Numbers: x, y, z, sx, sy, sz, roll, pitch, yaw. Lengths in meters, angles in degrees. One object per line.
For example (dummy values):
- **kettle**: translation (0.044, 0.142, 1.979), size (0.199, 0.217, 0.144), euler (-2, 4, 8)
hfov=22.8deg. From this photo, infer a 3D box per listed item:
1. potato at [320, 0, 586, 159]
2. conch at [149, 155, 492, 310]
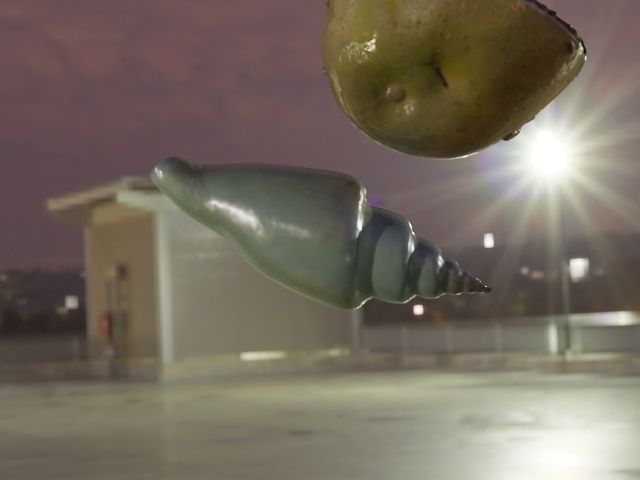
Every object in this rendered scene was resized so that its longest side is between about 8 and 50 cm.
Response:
- **potato**: translation (0.084, -0.119, 1.197), size (0.202, 0.117, 0.182), euler (22, -21, 4)
- **conch**: translation (0.002, -0.006, 0.805), size (0.180, 0.065, 0.088), euler (22, 14, 6)
